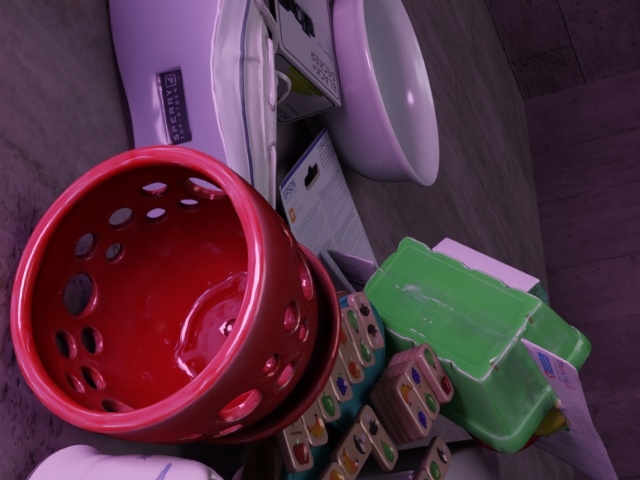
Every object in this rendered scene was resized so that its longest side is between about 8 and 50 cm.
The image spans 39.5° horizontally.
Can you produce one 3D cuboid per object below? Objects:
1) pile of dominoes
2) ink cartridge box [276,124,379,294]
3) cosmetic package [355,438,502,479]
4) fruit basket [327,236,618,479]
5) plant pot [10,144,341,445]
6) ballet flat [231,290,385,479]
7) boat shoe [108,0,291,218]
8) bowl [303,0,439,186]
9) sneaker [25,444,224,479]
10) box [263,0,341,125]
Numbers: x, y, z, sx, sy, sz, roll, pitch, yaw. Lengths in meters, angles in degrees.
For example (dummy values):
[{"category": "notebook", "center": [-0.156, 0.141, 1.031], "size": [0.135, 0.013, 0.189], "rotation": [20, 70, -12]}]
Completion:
[{"category": "pile of dominoes", "center": [0.054, 0.164, 0.769], "size": [0.196, 0.040, 0.251], "rotation": [60, 29, -9]}, {"category": "ink cartridge box", "center": [0.000, 0.000, 1.074], "size": [0.223, 0.045, 0.224], "rotation": [-58, 132, -61]}, {"category": "cosmetic package", "center": [0.108, 0.340, 0.997], "size": [0.365, 0.155, 0.197], "rotation": [17, 61, -65]}, {"category": "fruit basket", "center": [0.195, 0.149, 1.035], "size": [0.165, 0.327, 0.353], "rotation": [-54, 138, -10]}, {"category": "plant pot", "center": [-0.090, 0.053, 0.628], "size": [0.174, 0.191, 0.191], "rotation": [45, 37, -61]}, {"category": "ballet flat", "center": [-0.026, 0.184, 0.794], "size": [0.116, 0.124, 0.342], "rotation": [43, 35, -24]}, {"category": "boat shoe", "center": [-0.089, -0.152, 0.822], "size": [0.156, 0.135, 0.367], "rotation": [5, 76, -68]}, {"category": "bowl", "center": [0.055, -0.202, 1.211], "size": [0.298, 0.134, 0.298], "rotation": [-14, 90, -70]}, {"category": "sneaker", "center": [-0.122, 0.257, 0.506], "size": [0.111, 0.129, 0.297], "rotation": [48, 36, -54]}, {"category": "box", "center": [-0.060, -0.302, 1.047], "size": [0.169, 0.087, 0.290], "rotation": [33, 48, -61]}]
